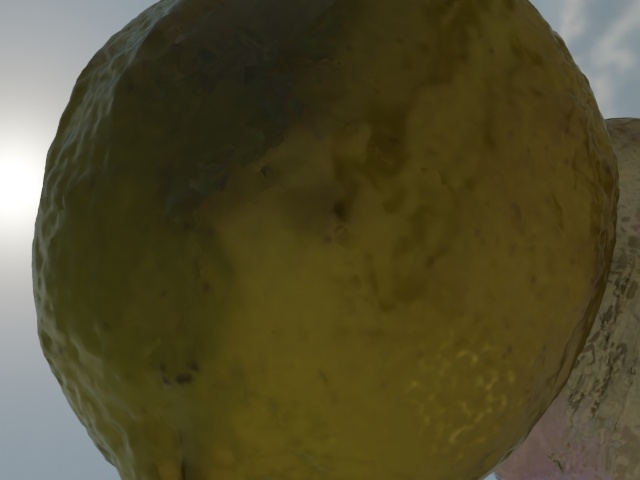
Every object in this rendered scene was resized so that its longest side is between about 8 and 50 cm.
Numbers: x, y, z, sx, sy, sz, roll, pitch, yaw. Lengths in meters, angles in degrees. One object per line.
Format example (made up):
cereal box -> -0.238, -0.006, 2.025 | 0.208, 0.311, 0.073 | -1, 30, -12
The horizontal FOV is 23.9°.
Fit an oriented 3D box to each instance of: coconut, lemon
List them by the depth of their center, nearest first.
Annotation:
lemon -> 0.000, 0.000, 0.708 | 0.322, 0.268, 0.268 | -52, -44, -29
coconut -> 0.173, 0.054, 0.919 | 0.230, 0.227, 0.227 | 97, -162, -44
